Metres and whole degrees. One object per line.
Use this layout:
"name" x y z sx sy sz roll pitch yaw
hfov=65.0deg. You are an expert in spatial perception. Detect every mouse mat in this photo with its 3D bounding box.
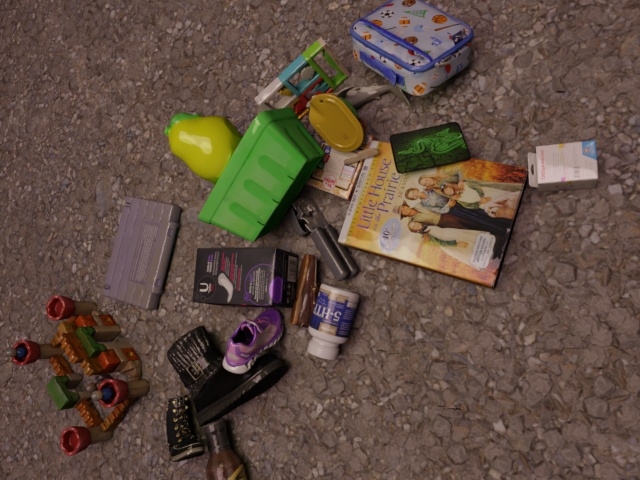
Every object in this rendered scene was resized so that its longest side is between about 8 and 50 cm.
"mouse mat" 0.282 -0.244 1.312 0.189 0.007 0.153 -10 51 7

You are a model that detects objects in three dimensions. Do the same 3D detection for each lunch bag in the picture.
"lunch bag" 0.236 -0.514 1.323 0.243 0.115 0.303 -35 57 -17

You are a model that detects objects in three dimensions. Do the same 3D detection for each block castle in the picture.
"block castle" -0.802 0.423 1.640 0.303 0.212 0.453 -49 66 10

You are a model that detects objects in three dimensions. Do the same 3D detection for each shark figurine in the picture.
"shark figurine" 0.104 -0.387 1.441 0.278 0.166 0.116 -11 103 5

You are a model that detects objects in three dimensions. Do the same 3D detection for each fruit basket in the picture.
"fruit basket" -0.231 -0.224 1.396 0.391 0.283 0.393 6 108 18

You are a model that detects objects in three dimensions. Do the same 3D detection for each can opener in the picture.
"can opener" 0.000 0.000 1.436 0.284 0.075 0.095 59 138 20

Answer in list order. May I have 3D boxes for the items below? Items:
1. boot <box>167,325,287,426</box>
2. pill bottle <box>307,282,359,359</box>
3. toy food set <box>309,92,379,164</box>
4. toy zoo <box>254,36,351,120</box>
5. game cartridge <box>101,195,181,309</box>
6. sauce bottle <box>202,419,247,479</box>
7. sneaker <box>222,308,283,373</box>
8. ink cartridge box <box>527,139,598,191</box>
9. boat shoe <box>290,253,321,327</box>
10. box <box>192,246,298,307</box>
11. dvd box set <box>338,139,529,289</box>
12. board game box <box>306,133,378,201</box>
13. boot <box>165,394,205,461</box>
"boot" -0.285 0.351 1.462 0.347 0.131 0.260 -35 70 16
"pill bottle" 0.029 0.218 1.352 0.111 0.112 0.187 15 88 26
"toy food set" 0.063 -0.316 1.363 0.128 0.218 0.071 -21 28 43
"toy zoo" -0.064 -0.430 1.453 0.293 0.192 0.030 -39 68 15
"game cartridge" -0.601 0.039 1.697 0.230 0.068 0.356 12 87 22
"sauce bottle" -0.258 0.685 1.408 0.111 0.111 0.345 -23 74 19
"sneaker" -0.180 0.254 1.380 0.095 0.236 0.105 15 125 23
"ink cartridge box" 0.566 -0.171 1.182 0.143 0.090 0.092 -2 81 24
"boat shoe" -0.033 0.143 1.422 0.073 0.073 0.207 11 89 -12
"box" -0.217 0.110 1.462 0.270 0.143 0.166 0 80 24
"dvd box set" 0.283 -0.080 1.300 0.420 0.062 0.308 17 83 26
"board game box" 0.059 -0.225 1.445 0.146 0.045 0.194 24 92 25
"boot" -0.405 0.544 1.466 0.236 0.085 0.179 -39 57 55
